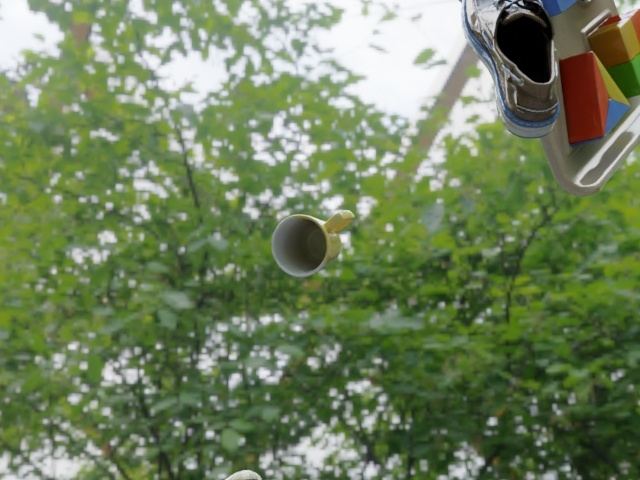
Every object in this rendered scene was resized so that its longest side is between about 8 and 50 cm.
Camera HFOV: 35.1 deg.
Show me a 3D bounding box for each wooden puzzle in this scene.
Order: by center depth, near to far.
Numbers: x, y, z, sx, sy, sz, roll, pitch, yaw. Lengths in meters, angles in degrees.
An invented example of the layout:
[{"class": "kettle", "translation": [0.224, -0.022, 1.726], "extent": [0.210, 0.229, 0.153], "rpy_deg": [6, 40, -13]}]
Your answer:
[{"class": "wooden puzzle", "translation": [0.326, -0.269, 1.260], "extent": [0.080, 0.348, 0.322], "rpy_deg": [-18, 15, 42]}]

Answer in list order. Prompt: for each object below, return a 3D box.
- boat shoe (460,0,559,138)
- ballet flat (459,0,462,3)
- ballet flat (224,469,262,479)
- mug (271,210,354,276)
[{"class": "boat shoe", "translation": [0.171, -0.177, 0.873], "extent": [0.066, 0.183, 0.066], "rpy_deg": [-8, -34, -9]}, {"class": "ballet flat", "translation": [0.167, -0.526, 1.476], "extent": [0.139, 0.139, 0.400], "rpy_deg": [-12, -65, 26]}, {"class": "ballet flat", "translation": [-0.100, 0.244, 0.819], "extent": [0.057, 0.049, 0.173], "rpy_deg": [22, -65, -26]}, {"class": "mug", "translation": [-0.002, 0.004, 1.031], "extent": [0.078, 0.062, 0.064], "rpy_deg": [-5, 0, 23]}]
